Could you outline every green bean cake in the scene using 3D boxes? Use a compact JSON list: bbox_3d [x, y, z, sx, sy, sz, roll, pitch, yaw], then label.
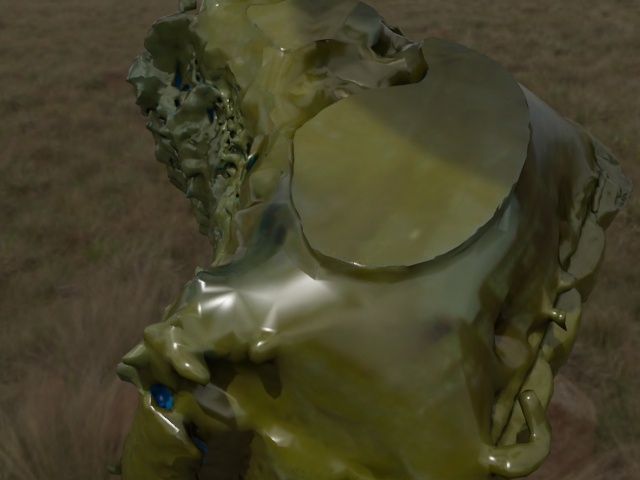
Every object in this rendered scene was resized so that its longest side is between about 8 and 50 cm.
[{"bbox_3d":[0.000,0.000,0.436,0.285,0.202,0.310,27,49,5],"label":"green bean cake"}]
